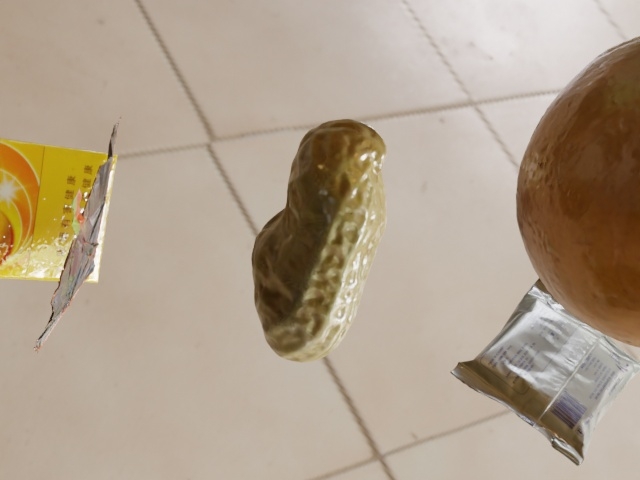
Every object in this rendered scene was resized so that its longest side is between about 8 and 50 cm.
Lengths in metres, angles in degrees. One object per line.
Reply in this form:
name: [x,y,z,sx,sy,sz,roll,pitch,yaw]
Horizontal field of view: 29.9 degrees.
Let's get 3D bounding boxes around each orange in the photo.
orange: [0.153,-0.021,0.457,0.156,0.156,0.124,-5,99,-33]

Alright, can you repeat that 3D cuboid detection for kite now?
kite: [-0.176,-0.001,0.897,0.010,0.159,0.190,15,74,1]

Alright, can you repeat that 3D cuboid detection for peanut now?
peanut: [0.000,0.000,0.910,0.083,0.194,0.093,-2,22,-44]

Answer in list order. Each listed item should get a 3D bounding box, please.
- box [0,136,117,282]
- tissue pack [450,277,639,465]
box: [-0.346,-0.035,1.273,0.269,0.043,0.152,6,94,-44]
tissue pack: [0.199,0.104,1.008,0.122,0.026,0.193,37,34,14]
